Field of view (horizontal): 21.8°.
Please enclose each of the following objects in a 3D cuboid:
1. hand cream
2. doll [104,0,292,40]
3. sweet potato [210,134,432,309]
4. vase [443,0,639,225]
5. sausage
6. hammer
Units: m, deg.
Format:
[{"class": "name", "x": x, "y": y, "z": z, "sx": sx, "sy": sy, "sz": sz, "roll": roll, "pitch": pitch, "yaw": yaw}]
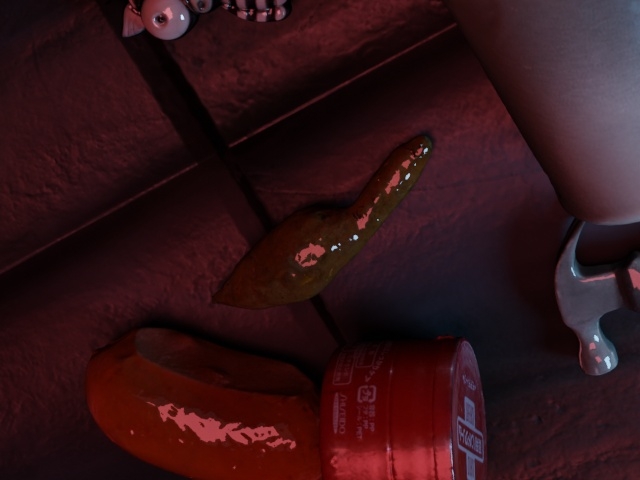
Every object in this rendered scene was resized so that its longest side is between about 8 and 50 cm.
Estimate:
[{"class": "hand cream", "x": 0.078, "y": 0.183, "z": 1.514, "sx": 0.125, "sy": 0.193, "sz": 0.193, "roll": -3, "pitch": 112, "yaw": 16}, {"class": "doll", "x": -0.095, "y": -0.226, "z": 1.449, "sx": 0.219, "sy": 0.067, "sz": 0.091, "roll": -6, "pitch": 115, "yaw": 18}, {"class": "sweet potato", "x": 0.002, "y": 0.000, "z": 1.519, "sx": 0.269, "sy": 0.075, "sz": 0.075, "roll": -37, "pitch": 100, "yaw": 20}, {"class": "vase", "x": 0.220, "y": -0.178, "z": 1.322, "sx": 0.245, "sy": 0.245, "sz": 0.291, "roll": -24, "pitch": 114, "yaw": 21}, {"class": "sausage", "x": -0.104, "y": 0.168, "z": 1.587, "sx": 0.258, "sy": 0.133, "sz": 0.133, "roll": 17, "pitch": 115, "yaw": 5}, {"class": "hammer", "x": 0.320, "y": 0.030, "z": 1.474, "sx": 0.226, "sy": 0.041, "sz": 0.159, "roll": -10, "pitch": 112, "yaw": 18}]
